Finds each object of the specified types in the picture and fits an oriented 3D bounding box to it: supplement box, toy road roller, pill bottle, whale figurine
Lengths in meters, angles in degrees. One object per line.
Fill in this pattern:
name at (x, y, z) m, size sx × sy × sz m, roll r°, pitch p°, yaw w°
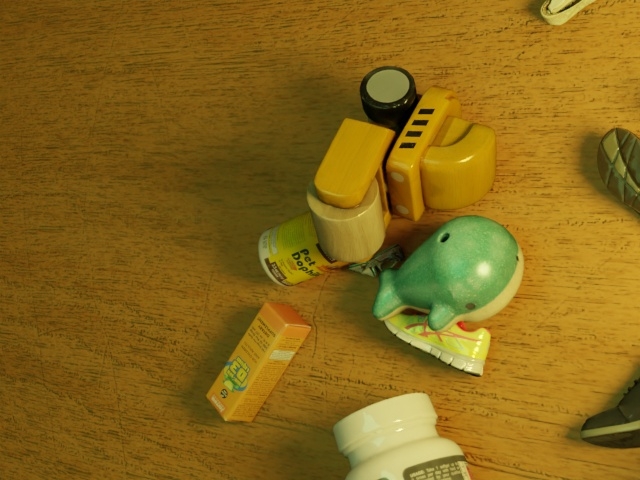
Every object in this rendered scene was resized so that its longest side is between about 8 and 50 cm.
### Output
supplement box at (-0.118, 0.231, 2.138) m, size 0.078 × 0.080 × 0.233 m, roll 43°, pitch 111°, yaw 35°
toy road roller at (0.147, -0.109, 1.870) m, size 0.241 × 0.202 × 0.329 m, roll 19°, pitch 63°, yaw 21°
pill bottle at (0.000, 0.000, 2.057) m, size 0.215 × 0.117 × 0.117 m, roll -24°, pitch 70°, yaw 33°
whale figurine at (0.193, 0.048, 1.861) m, size 0.272 × 0.141 × 0.216 m, roll -14°, pitch 44°, yaw 33°
pill bottle at (0.158, 0.442, 1.819) m, size 0.210 × 0.210 × 0.362 m, roll -32°, pitch 65°, yaw 29°

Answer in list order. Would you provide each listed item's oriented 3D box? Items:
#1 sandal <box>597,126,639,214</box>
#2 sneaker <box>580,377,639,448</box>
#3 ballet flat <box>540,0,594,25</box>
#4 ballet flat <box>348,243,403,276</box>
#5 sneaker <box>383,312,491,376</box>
sandal at (0.509, -0.080, 1.731) m, size 0.219 × 0.060 × 0.090 m, roll 45°, pitch 117°, yaw 17°
sneaker at (0.486, 0.235, 1.699) m, size 0.222 × 0.083 × 0.118 m, roll -25°, pitch 50°, yaw 39°
ballet flat at (0.427, -0.409, 1.836) m, size 0.168 × 0.052 × 0.057 m, roll -42°, pitch 61°, yaw 24°
ballet flat at (0.100, 0.043, 2.027) m, size 0.114 × 0.041 × 0.041 m, roll -25°, pitch 69°, yaw 33°
sneaker at (0.201, 0.150, 1.919) m, size 0.209 × 0.081 × 0.094 m, roll 25°, pitch 90°, yaw 31°
